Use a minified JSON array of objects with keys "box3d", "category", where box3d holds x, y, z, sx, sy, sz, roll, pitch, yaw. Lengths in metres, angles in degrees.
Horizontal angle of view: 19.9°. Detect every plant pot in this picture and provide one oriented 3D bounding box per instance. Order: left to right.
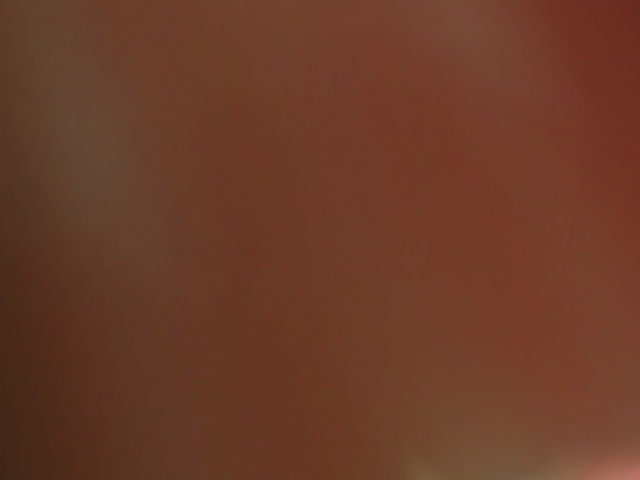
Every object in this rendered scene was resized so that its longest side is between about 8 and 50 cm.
[{"box3d":[0.000,0.000,0.501,0.275,0.275,0.243,-10,67,-36],"category":"plant pot"}]
